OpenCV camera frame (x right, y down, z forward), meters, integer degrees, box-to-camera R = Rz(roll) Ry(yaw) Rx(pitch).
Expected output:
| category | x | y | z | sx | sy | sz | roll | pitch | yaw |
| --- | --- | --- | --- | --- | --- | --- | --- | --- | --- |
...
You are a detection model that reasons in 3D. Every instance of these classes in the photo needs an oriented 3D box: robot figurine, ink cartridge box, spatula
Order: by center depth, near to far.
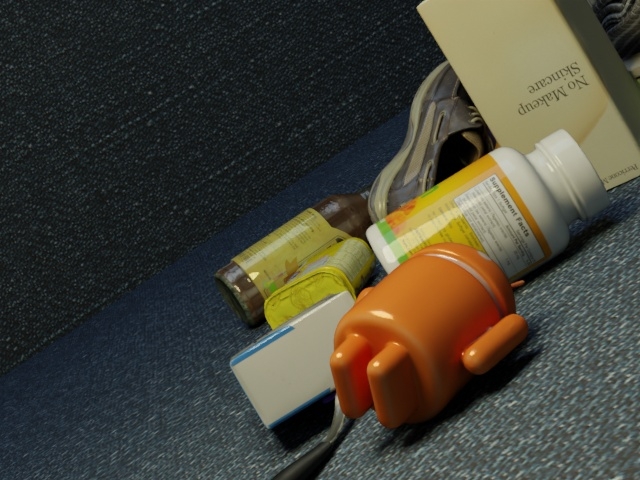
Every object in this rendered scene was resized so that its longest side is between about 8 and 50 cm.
| category | x | y | z | sx | sy | sz | roll | pitch | yaw |
| --- | --- | --- | --- | --- | --- | --- | --- | --- | --- |
| robot figurine | 0.097 | 0.083 | 1.306 | 0.219 | 0.128 | 0.158 | -39 | -2 | -40 |
| spatula | 0.009 | 0.185 | 1.371 | 0.084 | 0.030 | 0.296 | -32 | 7 | 34 |
| ink cartridge box | -0.019 | 0.127 | 1.519 | 0.148 | 0.086 | 0.203 | -32 | 0 | -6 |

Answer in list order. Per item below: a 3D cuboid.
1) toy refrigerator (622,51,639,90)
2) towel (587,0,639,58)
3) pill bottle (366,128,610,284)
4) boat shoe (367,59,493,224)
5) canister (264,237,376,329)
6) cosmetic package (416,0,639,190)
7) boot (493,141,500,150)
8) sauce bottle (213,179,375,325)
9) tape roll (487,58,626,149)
| category | x | y | z | sx | sy | sz | roll | pitch | yaw |
| --- | --- | --- | --- | --- | --- | --- | --- | --- | --- |
| toy refrigerator | 0.405 | -0.177 | 1.785 | 0.269 | 0.102 | 0.094 | -22 | 13 | 48 |
| towel | 0.474 | -0.312 | 1.787 | 0.235 | 0.121 | 0.283 | -6 | -13 | -5 |
| pill bottle | 0.186 | -0.017 | 1.533 | 0.246 | 0.136 | 0.136 | -32 | 8 | 3 |
| boat shoe | 0.200 | -0.136 | 2.099 | 0.130 | 0.132 | 0.355 | 1 | 55 | 40 |
| canister | 0.005 | 0.064 | 1.946 | 0.126 | 0.073 | 0.170 | -29 | 8 | 22 |
| cosmetic package | 0.272 | -0.202 | 1.703 | 0.160 | 0.309 | 0.113 | -28 | 9 | 32 |
| boot | 0.277 | -0.203 | 2.017 | 0.295 | 0.211 | 0.104 | -35 | 8 | -15 |
| sauce bottle | 0.000 | 0.000 | 2.196 | 0.344 | 0.111 | 0.111 | -35 | 9 | -13 |
| tape roll | 0.377 | -0.233 | 2.251 | 0.275 | 0.090 | 0.275 | -31 | 9 | 5 |
